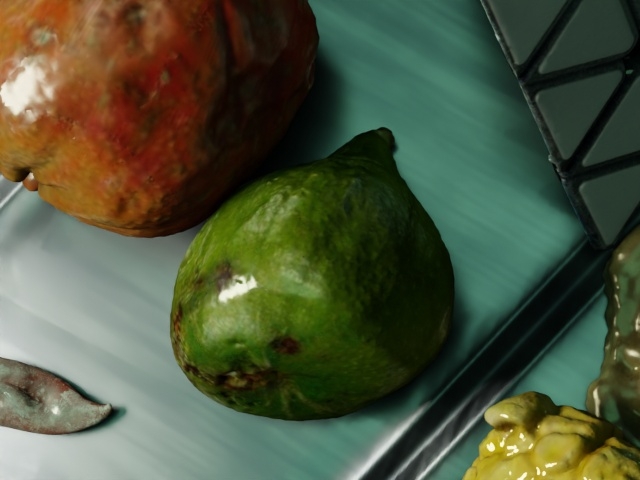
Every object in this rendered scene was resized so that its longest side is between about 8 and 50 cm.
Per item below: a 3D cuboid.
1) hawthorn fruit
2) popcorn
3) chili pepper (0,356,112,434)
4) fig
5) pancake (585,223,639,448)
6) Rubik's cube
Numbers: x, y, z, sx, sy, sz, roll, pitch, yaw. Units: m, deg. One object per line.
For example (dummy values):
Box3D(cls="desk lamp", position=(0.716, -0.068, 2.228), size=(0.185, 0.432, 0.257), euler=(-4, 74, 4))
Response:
Box3D(cls="hawthorn fruit", position=(-0.130, -0.127, 1.377), size=(0.262, 0.258, 0.258), euler=(-22, 80, -3))
Box3D(cls="popcorn", position=(0.176, 0.191, 1.345), size=(0.194, 0.140, 0.163), euler=(-5, 71, 34))
Box3D(cls="chili pepper", position=(-0.235, 0.117, 1.457), size=(0.153, 0.041, 0.050), euler=(12, 104, -7))
Box3D(cls="fig", position=(0.000, 0.000, 1.383), size=(0.203, 0.203, 0.235), euler=(3, 61, 8))
Box3D(cls="pancake", position=(0.299, 0.080, 1.392), size=(0.222, 0.042, 0.236), euler=(27, 84, 15))
Box3D(cls="Rubik's cube", position=(0.189, -0.166, 1.356), size=(0.229, 0.233, 0.228), euler=(27, 63, -10))
